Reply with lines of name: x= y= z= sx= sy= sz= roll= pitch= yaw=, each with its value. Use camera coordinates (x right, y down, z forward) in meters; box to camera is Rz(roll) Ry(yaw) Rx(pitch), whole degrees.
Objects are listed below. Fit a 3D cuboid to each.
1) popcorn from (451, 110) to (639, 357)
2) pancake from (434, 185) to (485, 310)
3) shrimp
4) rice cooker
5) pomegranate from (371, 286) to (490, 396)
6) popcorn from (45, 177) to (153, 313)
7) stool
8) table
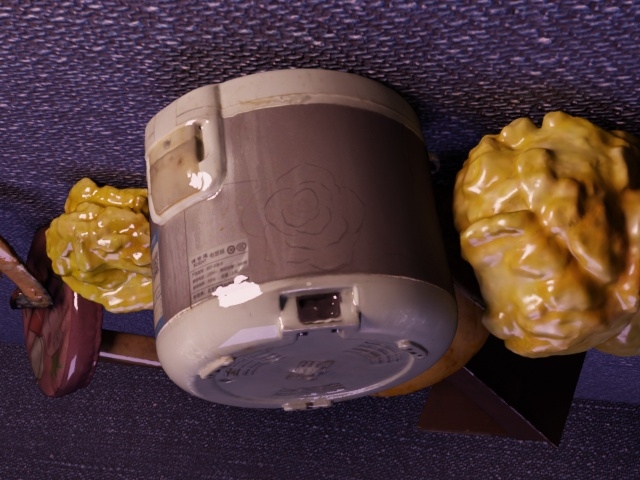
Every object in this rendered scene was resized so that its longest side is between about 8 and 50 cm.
popcorn: x=0.241 y=0.000 z=0.923 sx=0.266 sy=0.233 sz=0.192 roll=42 pitch=136 yaw=-23
pancake: x=0.206 y=0.021 z=1.081 sx=0.250 sy=0.250 sz=0.031 roll=13 pitch=127 yaw=-24
shrimp: x=-0.519 y=0.033 z=1.526 sx=0.272 sy=0.085 sz=0.445 roll=33 pitch=158 yaw=-4
rice cooker: x=-0.026 y=-0.002 z=0.924 sx=0.289 sy=0.276 sz=0.288 roll=-7 pitch=156 yaw=-3
pomegranate: x=0.078 y=0.060 z=1.169 sx=0.261 sy=0.260 sz=0.260 roll=6 pitch=166 yaw=1
popcorn: x=-0.257 y=0.002 z=1.320 sx=0.198 sy=0.155 sz=0.197 roll=9 pitch=146 yaw=6
stool: x=-0.359 y=0.110 z=1.600 sx=0.179 sy=0.272 sz=0.272 roll=0 pitch=172 yaw=-33
table: x=0.205 y=0.164 z=1.510 sx=0.251 sy=0.196 sz=0.282 roll=40 pitch=150 yaw=-31
